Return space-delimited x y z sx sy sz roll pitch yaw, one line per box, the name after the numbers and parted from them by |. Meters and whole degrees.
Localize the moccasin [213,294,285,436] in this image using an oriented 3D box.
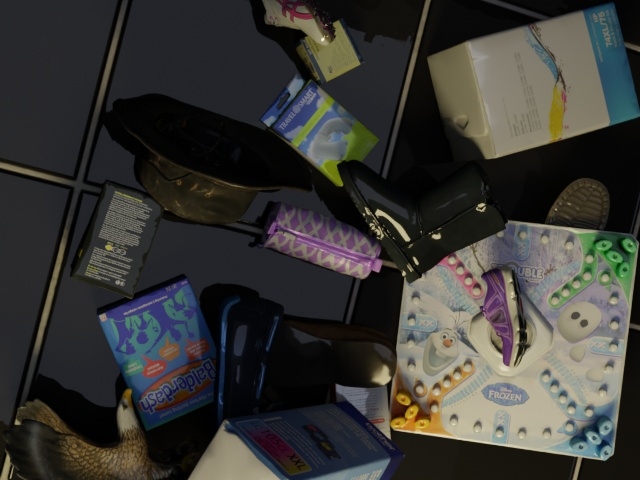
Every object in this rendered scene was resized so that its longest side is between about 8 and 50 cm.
-0.109 0.260 1.528 0.116 0.138 0.342 1 107 -11 | moccasin

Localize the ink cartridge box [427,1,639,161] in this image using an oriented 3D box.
0.355 -0.262 1.627 0.270 0.198 0.197 -17 97 -12 | ink cartridge box

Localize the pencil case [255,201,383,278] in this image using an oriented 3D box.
0.000 0.000 1.615 0.206 0.088 0.086 17 91 -14 | pencil case

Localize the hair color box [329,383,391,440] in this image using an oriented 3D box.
0.069 0.303 1.661 0.093 0.053 0.167 -5 92 -12 | hair color box

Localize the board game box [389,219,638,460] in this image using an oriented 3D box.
0.328 0.162 1.647 0.389 0.050 0.390 7 91 8 | board game box

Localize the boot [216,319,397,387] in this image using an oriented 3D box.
-0.022 0.181 1.622 0.305 0.115 0.112 8 105 5 | boot

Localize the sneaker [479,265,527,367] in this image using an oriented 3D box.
0.303 0.129 1.603 0.071 0.068 0.170 -11 80 23 | sneaker

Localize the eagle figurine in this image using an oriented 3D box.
-0.327 0.339 1.476 0.298 0.225 0.226 0 135 -15 | eagle figurine

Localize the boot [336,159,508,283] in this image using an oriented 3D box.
0.171 -0.076 1.586 0.207 0.094 0.247 -34 99 8 | boot

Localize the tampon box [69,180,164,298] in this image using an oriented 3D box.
-0.322 -0.005 1.525 0.101 0.120 0.161 20 88 -14 | tampon box

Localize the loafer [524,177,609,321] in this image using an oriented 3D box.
0.428 0.016 1.705 0.101 0.092 0.269 25 92 5 | loafer

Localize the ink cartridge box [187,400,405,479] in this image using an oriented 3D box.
-0.044 0.401 1.488 0.151 0.395 0.270 39 107 27 | ink cartridge box

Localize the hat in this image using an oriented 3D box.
-0.182 -0.104 1.492 0.331 0.331 0.134 20 109 -13 | hat

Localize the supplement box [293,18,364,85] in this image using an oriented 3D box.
0.014 -0.316 1.620 0.083 0.056 0.083 -29 98 -10 | supplement box

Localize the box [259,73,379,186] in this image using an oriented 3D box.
-0.001 -0.188 1.630 0.178 0.042 0.109 39 85 -12 | box

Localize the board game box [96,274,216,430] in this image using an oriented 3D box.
-0.255 0.185 1.586 0.160 0.047 0.210 -23 99 -11 | board game box

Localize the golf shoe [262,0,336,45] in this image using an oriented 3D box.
-0.047 -0.375 1.578 0.086 0.067 0.186 -45 67 15 | golf shoe
